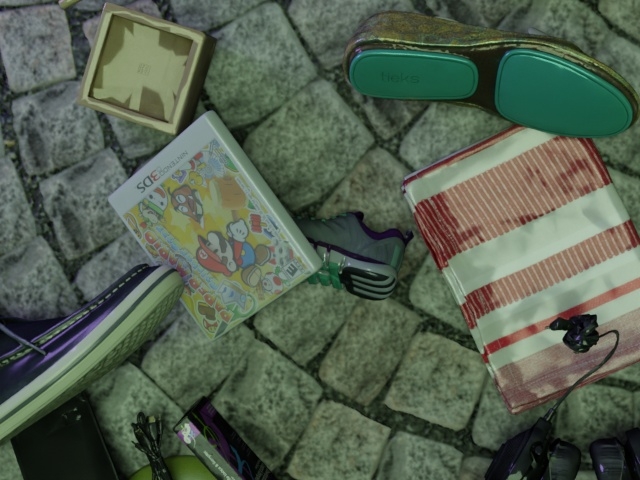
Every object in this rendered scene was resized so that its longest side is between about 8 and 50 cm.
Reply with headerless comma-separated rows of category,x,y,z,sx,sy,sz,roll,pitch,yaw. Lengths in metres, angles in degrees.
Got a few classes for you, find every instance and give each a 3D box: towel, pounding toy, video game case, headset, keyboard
towel,0.270,0.024,1.419,0.237,0.037,0.329,-26,92,6
pounding toy,-0.222,-0.252,1.411,0.181,0.094,0.206,18,96,3
video game case,-0.132,-0.012,1.412,0.206,0.026,0.227,-35,92,36
headset,0.301,0.282,1.336,0.244,0.185,0.394,1,90,12
keyboard,-0.256,0.339,1.464,0.202,0.033,0.317,-25,78,8

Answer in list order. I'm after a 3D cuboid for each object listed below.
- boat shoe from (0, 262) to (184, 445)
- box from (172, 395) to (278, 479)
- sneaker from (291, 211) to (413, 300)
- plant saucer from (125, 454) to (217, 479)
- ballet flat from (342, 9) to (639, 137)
boat shoe,-0.391,0.159,1.414,0.500,0.187,0.156,-33,86,9
box,-0.110,0.271,1.437,0.029,0.116,0.162,-40,91,6
sneaker,0.000,0.000,1.438,0.224,0.083,0.098,18,59,15
plant saucer,-0.170,0.398,1.494,0.241,0.037,0.240,0,96,5
ballet flat,0.203,-0.208,1.369,0.349,0.123,0.123,10,96,7
